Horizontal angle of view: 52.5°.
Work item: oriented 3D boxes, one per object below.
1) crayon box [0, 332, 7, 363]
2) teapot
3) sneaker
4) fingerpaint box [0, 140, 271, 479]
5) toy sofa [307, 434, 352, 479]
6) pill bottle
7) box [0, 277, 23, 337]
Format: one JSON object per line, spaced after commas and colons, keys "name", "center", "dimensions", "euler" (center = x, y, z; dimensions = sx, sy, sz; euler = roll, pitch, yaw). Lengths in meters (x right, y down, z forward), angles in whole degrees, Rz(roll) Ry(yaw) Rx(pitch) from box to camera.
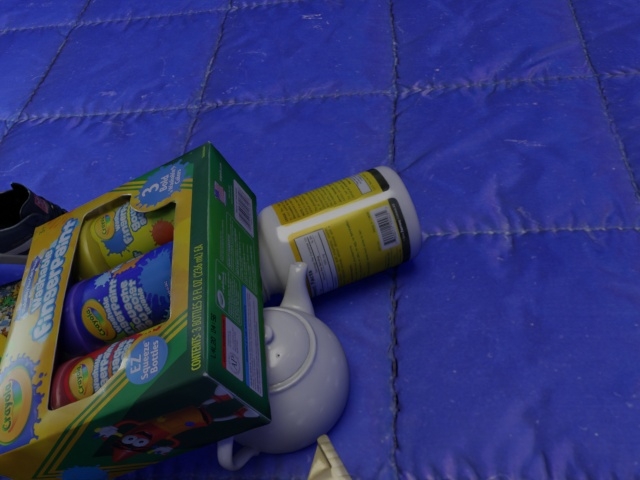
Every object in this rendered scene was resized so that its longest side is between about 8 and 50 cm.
{"name": "crayon box", "center": [-0.664, 0.255, 1.005], "dimensions": [0.313, 0.106, 0.363], "euler": [24, 34, 27]}
{"name": "teapot", "center": [-0.077, 0.202, 1.027], "dimensions": [0.253, 0.187, 0.256], "euler": [-25, 51, -11]}
{"name": "sneaker", "center": [-0.539, -0.036, 1.262], "dimensions": [0.350, 0.148, 0.131], "euler": [-2, 43, -43]}
{"name": "fingerpaint box", "center": [-0.284, 0.106, 0.994], "dimensions": [0.371, 0.163, 0.444], "euler": [-23, 45, 16]}
{"name": "toy sofa", "center": [-0.093, 0.434, 0.849], "dimensions": [0.363, 0.150, 0.177], "euler": [-27, 54, -13]}
{"name": "pill bottle", "center": [0.000, 0.000, 1.196], "dimensions": [0.334, 0.187, 0.187], "euler": [-20, 48, -8]}
{"name": "box", "center": [-0.588, 0.147, 1.270], "dimensions": [0.233, 0.044, 0.159], "euler": [-19, 48, -7]}
